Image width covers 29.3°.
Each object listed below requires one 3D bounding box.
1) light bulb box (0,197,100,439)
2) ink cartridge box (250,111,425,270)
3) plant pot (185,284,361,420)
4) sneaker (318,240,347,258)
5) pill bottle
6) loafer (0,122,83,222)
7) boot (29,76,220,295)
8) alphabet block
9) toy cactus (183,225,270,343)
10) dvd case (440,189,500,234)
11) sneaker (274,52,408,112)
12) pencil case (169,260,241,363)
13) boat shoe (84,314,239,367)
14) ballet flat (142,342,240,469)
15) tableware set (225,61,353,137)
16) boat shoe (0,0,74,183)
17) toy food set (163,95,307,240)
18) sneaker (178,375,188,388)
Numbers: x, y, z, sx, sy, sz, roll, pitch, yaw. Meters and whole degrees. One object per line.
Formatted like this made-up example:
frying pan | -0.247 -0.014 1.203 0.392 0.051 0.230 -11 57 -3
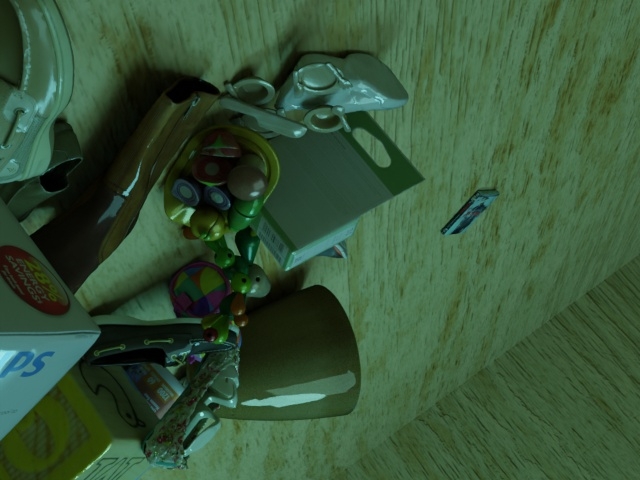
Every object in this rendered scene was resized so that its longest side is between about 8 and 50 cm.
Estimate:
light bulb box | -0.443 0.064 0.984 0.361 0.358 0.225 -45 161 14
ink cartridge box | 0.001 -0.081 1.687 0.235 0.171 0.056 -28 157 -28
plant pot | -0.095 0.215 2.120 0.254 0.237 0.237 -11 149 -25
sneaker | 0.000 0.000 2.046 0.065 0.061 0.158 -15 163 15
pill bottle | -0.316 0.293 1.975 0.216 0.121 0.121 -43 160 -9
loafer | -0.315 -0.066 1.362 0.056 0.050 0.148 -8 144 -54
boot | -0.233 -0.051 1.389 0.280 0.096 0.264 -48 174 25
alphabet block | -0.372 0.288 1.811 0.193 0.192 0.197 -44 160 8
toy cactus | -0.125 0.051 1.767 0.112 0.219 0.180 -3 164 16
dvd case | 0.302 -0.056 2.467 0.119 0.013 0.087 -50 157 26
sneaker | 0.025 -0.197 1.639 0.212 0.080 0.094 1 143 -45
pencil case | -0.178 0.121 1.917 0.104 0.104 0.236 -33 157 -15
boat shoe | -0.231 0.153 1.785 0.228 0.068 0.081 2 154 -12
ballet flat | -0.170 0.246 1.812 0.241 0.077 0.091 -56 152 -31
tableware set | -0.038 -0.172 1.548 0.169 0.020 0.141 -7 149 10
boat shoe | -0.305 -0.143 1.147 0.098 0.109 0.302 -28 162 -30
toy food set | -0.120 -0.073 1.551 0.218 0.128 0.071 -55 -163 34
sneaker | -0.183 0.261 2.242 0.235 0.090 0.095 -9 157 -46
